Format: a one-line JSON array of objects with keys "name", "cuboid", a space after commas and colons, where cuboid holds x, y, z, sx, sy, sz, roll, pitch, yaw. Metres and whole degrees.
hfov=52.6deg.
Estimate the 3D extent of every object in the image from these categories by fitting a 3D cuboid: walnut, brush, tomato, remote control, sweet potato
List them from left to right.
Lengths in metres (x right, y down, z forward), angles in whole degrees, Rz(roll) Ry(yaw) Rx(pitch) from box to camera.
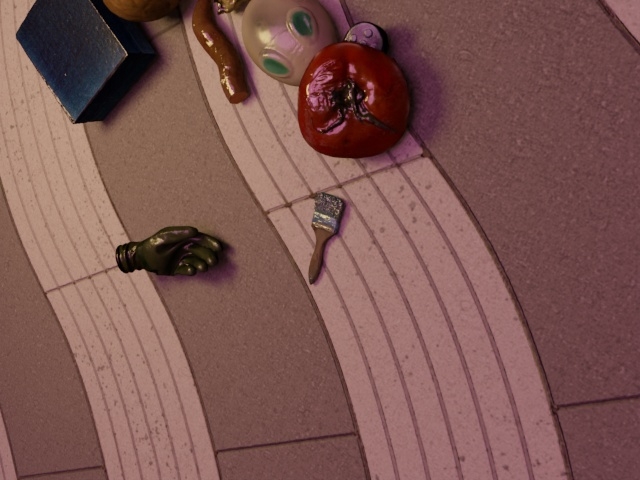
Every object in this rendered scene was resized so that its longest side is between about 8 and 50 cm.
[{"name": "walnut", "cuboid": [-0.403, -0.597, 1.428, 0.228, 0.228, 0.228, 2, 94, 31]}, {"name": "sweet potato", "cuboid": [-0.233, -0.437, 1.433, 0.067, 0.059, 0.281, -31, 78, 19]}, {"name": "brush", "cuboid": [0.000, 0.000, 1.341, 0.070, 0.021, 0.196, 20, 103, 30]}, {"name": "remote control", "cuboid": [0.049, -0.301, 1.273, 0.090, 0.066, 0.266, 35, 115, 13]}, {"name": "tomato", "cuboid": [0.052, -0.252, 1.200, 0.227, 0.101, 0.228, 3, 108, 10]}]

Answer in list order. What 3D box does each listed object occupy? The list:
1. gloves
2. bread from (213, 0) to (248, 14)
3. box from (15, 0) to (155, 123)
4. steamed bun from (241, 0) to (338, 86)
[{"name": "gloves", "cuboid": [-0.346, 0.028, 1.498, 0.268, 0.107, 0.135, -1, 124, 19]}, {"name": "bread", "cuboid": [-0.203, -0.632, 1.348, 0.204, 0.163, 0.262, -23, 123, 28]}, {"name": "box", "cuboid": [-0.575, -0.476, 1.578, 0.261, 0.116, 0.279, -37, 84, 30]}, {"name": "steamed bun", "cuboid": [-0.070, -0.411, 1.296, 0.177, 0.130, 0.228, -47, 68, 22]}]
